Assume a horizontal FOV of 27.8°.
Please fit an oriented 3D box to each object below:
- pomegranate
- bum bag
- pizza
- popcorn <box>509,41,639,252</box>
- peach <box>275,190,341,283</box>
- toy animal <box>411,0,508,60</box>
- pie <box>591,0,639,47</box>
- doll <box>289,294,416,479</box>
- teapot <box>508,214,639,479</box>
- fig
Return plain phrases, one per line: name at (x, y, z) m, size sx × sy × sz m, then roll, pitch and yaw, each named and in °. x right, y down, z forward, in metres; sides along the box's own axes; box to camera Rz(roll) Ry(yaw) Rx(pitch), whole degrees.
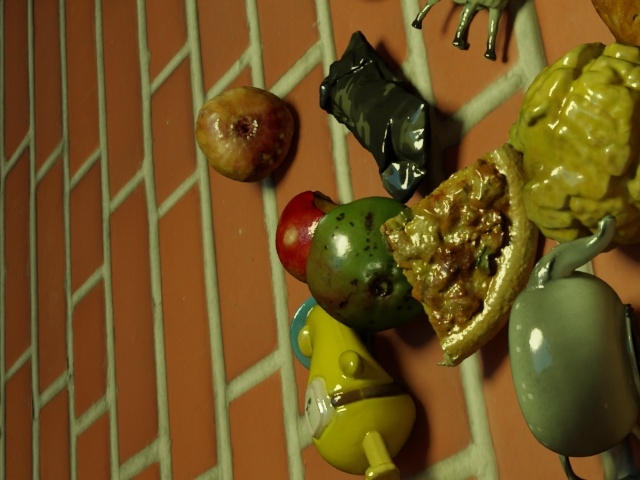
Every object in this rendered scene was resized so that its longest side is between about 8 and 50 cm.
pomegranate at (0.064, 0.022, 1.718) m, size 0.224 × 0.181 × 0.181 m, roll -122°, pitch 48°, yaw -73°
bum bag at (0.082, -0.183, 1.809) m, size 0.340 × 0.095 × 0.144 m, roll -122°, pitch 43°, yaw -56°
pizza at (0.162, 0.006, 1.562) m, size 0.197 × 0.058 × 0.292 m, roll 19°, pitch 94°, yaw 14°
popcorn at (0.305, -0.106, 1.369) m, size 0.200 × 0.203 × 0.226 m, roll -14°, pitch 113°, yaw 33°
peach at (-0.004, 0.006, 1.889) m, size 0.151 × 0.118 × 0.151 m, roll 8°, pitch 113°, yaw 19°
toy animal at (0.211, -0.329, 1.665) m, size 0.217 × 0.073 × 0.176 m, roll 35°, pitch 106°, yaw 61°
pie at (0.390, -0.310, 1.348) m, size 0.308 × 0.085 × 0.308 m, roll -11°, pitch 77°, yaw 54°
doll at (0.041, 0.190, 1.717) m, size 0.363 × 0.145 × 0.199 m, roll -110°, pitch 15°, yaw -44°
teapot at (0.271, 0.126, 1.338) m, size 0.129 × 0.193 × 0.294 m, roll -11°, pitch 102°, yaw 19°
fig at (-0.137, -0.179, 2.147) m, size 0.257 × 0.159 × 0.159 m, roll -149°, pitch 71°, yaw -75°
